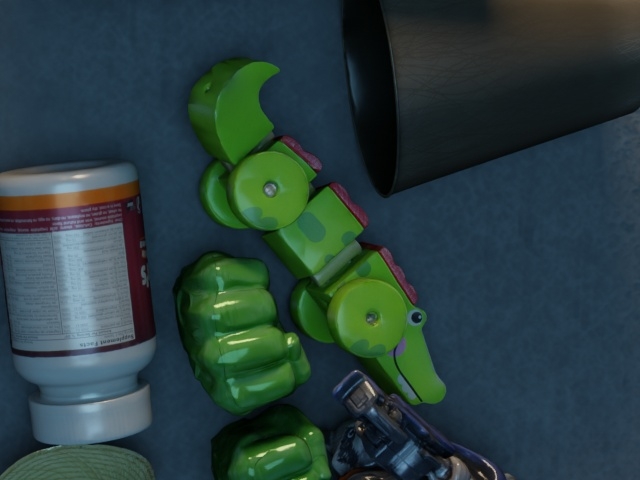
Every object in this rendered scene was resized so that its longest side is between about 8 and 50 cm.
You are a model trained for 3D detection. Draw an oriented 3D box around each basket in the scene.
[{"bbox_3d":[0.148,-0.151,1.475,0.227,0.154,0.204,-8,102,-12],"label":"basket"}]

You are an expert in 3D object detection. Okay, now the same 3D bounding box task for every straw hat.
[{"bbox_3d":[-0.201,0.233,1.464,0.144,0.061,0.144,-12,138,-11],"label":"straw hat"}]

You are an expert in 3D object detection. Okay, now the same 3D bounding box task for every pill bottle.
[{"bbox_3d":[-0.199,0.049,1.450,0.121,0.121,0.221,-7,98,-9],"label":"pill bottle"}]

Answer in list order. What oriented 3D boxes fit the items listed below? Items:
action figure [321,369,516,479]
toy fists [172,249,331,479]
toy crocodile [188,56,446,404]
[{"bbox_3d":[0.072,0.254,1.431,0.178,0.330,0.341,-36,134,10],"label":"action figure"},{"bbox_3d":[-0.053,0.143,1.476,0.096,0.142,0.279,-13,99,-7],"label":"toy fists"},{"bbox_3d":[0.000,0.000,1.481,0.105,0.115,0.340,-40,102,-14],"label":"toy crocodile"}]
